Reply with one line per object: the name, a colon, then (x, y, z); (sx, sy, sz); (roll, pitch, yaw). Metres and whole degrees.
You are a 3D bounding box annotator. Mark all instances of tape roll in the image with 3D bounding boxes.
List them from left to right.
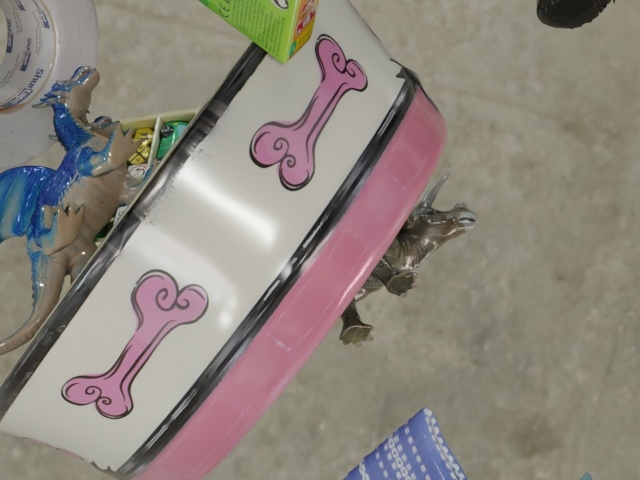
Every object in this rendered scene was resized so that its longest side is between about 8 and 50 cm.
tape roll: (-0.303, -0.176, 1.246); (0.072, 0.219, 0.219); (15, 48, 38)

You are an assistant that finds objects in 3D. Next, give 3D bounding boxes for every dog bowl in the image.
dog bowl: (-0.065, 0.006, 1.018); (0.150, 0.408, 0.408); (37, 55, -6)

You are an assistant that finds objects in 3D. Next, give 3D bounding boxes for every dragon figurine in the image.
dragon figurine: (-0.209, -0.015, 1.090); (0.144, 0.085, 0.289); (-4, 53, 43)

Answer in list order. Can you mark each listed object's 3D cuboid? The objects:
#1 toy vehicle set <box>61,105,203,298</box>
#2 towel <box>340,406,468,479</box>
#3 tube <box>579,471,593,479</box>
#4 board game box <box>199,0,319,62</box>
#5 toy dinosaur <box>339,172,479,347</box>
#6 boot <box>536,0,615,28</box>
toy vehicle set: (-0.167, -0.026, 1.448); (0.166, 0.035, 0.267); (-8, 51, 18)
towel: (0.046, 0.293, 0.932); (0.040, 0.336, 0.243); (-11, 62, -39)
tube: (0.236, 0.262, 1.218); (0.080, 0.207, 0.052); (-42, 98, 1)
board game box: (-0.106, -0.219, 0.817); (0.259, 0.124, 0.039); (35, 63, 10)
toy dinosaur: (0.000, 0.000, 1.341); (0.314, 0.121, 0.160); (12, 34, -20)
boot: (0.243, -0.318, 1.553); (0.094, 0.246, 0.207); (31, 48, -33)
